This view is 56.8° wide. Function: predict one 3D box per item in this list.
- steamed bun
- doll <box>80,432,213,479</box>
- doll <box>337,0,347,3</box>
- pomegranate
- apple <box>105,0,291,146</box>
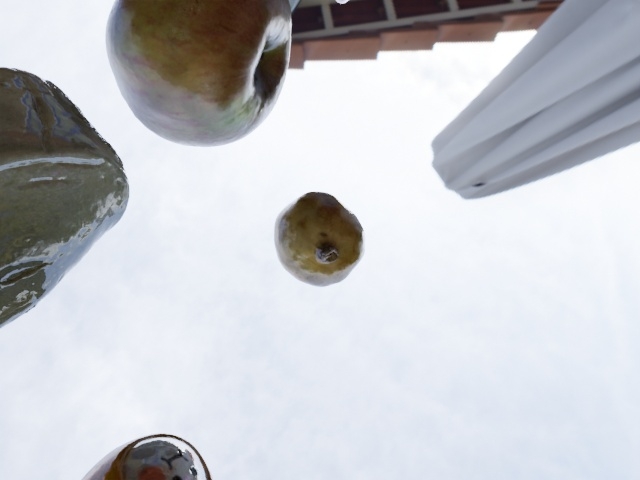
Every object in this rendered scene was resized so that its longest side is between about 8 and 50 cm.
[{"bbox_3d":[-0.434,-0.041,0.678,0.383,0.236,0.247,-43,-119,-11],"label":"steamed bun"},{"bbox_3d":[-0.228,0.397,0.804,0.213,0.213,0.236,-23,-116,-40],"label":"doll"},{"bbox_3d":[-0.002,-0.397,0.767,0.199,0.336,0.105,38,-89,-24],"label":"doll"},{"bbox_3d":[0.000,0.000,1.137,0.196,0.196,0.196,16,-122,-27],"label":"pomegranate"},{"bbox_3d":[-0.248,-0.392,1.205,0.333,0.400,0.400,15,-129,13],"label":"apple"}]
